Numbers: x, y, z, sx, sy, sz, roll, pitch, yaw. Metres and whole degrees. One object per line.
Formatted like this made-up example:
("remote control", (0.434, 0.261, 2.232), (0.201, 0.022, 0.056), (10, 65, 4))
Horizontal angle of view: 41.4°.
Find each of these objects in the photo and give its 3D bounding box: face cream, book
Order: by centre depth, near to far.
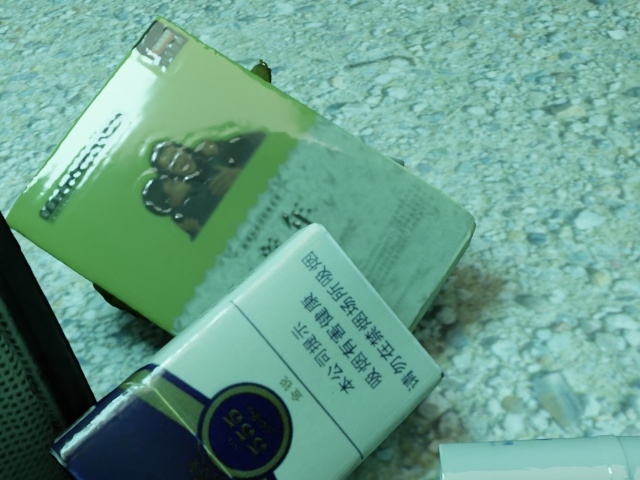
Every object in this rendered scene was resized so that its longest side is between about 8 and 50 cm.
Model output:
("face cream", (0.215, 0.182, 0.622), (0.250, 0.077, 0.077), (-3, 44, 5))
("book", (-0.063, -0.016, 0.745), (0.352, 0.035, 0.239), (33, 78, 2))

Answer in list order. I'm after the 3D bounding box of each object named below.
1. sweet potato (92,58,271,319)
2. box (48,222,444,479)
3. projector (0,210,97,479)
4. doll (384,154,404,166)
("sweet potato", (-0.114, -0.071, 0.897), (0.158, 0.157, 0.369), (13, 40, 20))
("box", (-0.050, 0.129, 0.640), (0.259, 0.071, 0.168), (-42, 96, -21))
("projector", (-0.390, 0.042, 0.620), (0.395, 0.405, 0.242), (26, 53, 31))
("doll", (0.000, 0.000, 0.823), (0.183, 0.085, 0.217), (15, 64, -17))
